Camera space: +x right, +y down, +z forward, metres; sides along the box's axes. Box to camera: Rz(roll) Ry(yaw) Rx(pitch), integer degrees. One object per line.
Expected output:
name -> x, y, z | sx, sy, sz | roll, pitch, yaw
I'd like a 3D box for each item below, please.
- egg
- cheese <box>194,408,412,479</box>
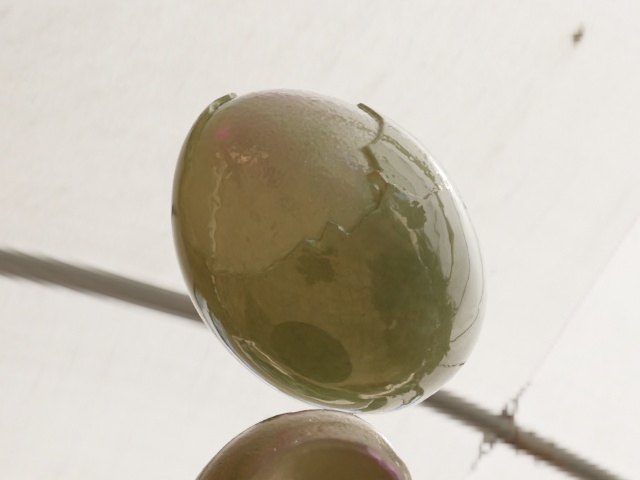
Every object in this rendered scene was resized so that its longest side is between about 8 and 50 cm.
egg -> 0.000, 0.000, 1.647 | 0.278, 0.278, 0.336 | -27, -56, 24
cheese -> -0.049, 0.228, 1.141 | 0.163, 0.286, 0.082 | 54, -33, -2
